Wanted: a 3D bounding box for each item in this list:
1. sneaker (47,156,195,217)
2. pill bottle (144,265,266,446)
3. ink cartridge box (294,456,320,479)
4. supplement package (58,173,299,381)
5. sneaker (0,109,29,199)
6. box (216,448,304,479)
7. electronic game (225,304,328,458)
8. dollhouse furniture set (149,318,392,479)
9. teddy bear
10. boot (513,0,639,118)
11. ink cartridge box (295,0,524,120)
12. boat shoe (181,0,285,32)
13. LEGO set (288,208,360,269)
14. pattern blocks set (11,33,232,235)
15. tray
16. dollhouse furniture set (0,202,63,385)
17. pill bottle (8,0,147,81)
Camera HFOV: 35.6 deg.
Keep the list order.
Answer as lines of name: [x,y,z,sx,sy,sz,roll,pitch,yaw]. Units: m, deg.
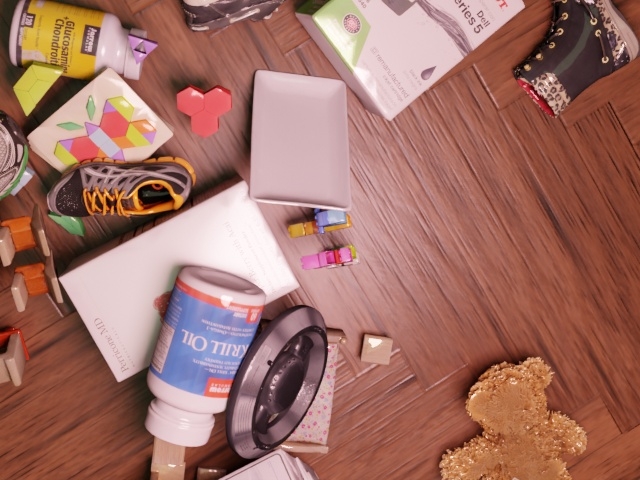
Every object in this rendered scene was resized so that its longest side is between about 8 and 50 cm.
sneaker: [-0.288,-0.069,1.430,0.214,0.083,0.084,-11,123,1]
pill bottle: [-0.161,0.156,1.338,0.124,0.124,0.222,16,98,-9]
ink cartridge box: [-0.064,0.439,1.530,0.176,0.128,0.127,-34,66,-1]
supplement package: [-0.205,0.049,1.467,0.293,0.175,0.178,-28,100,-3]
sneaker: [-0.559,-0.065,1.396,0.343,0.146,0.134,-31,102,9]
box: [-0.141,0.442,1.428,0.290,0.087,0.169,-27,66,2]
electronic game: [-0.058,0.198,1.397,0.048,0.229,0.229,22,94,25]
dollhouse furniture set: [-0.073,0.286,1.513,0.355,0.174,0.303,7,96,-8]
teddy bear: [0.320,0.347,1.618,0.245,0.113,0.338,-34,107,4]
boot: [0.365,-0.327,1.549,0.178,0.085,0.236,-41,100,1]
ink cartridge box: [0.133,-0.345,1.486,0.273,0.115,0.198,-40,111,-2]
boat shoe: [-0.095,-0.371,1.498,0.233,0.084,0.079,-17,136,-12]
LEGO set: [0.000,0.000,1.480,0.093,0.227,0.087,-11,86,5]
pattern blocks set: [-0.314,-0.150,1.448,0.285,0.026,0.325,32,111,-18]
tray: [-0.031,-0.145,1.467,0.145,0.270,0.030,5,140,-8]
dollhouse furniture set: [-0.497,0.078,1.406,0.262,0.135,0.259,-13,120,-10]
pill bottle: [-0.350,-0.287,1.448,0.184,0.103,0.103,9,95,-8]
